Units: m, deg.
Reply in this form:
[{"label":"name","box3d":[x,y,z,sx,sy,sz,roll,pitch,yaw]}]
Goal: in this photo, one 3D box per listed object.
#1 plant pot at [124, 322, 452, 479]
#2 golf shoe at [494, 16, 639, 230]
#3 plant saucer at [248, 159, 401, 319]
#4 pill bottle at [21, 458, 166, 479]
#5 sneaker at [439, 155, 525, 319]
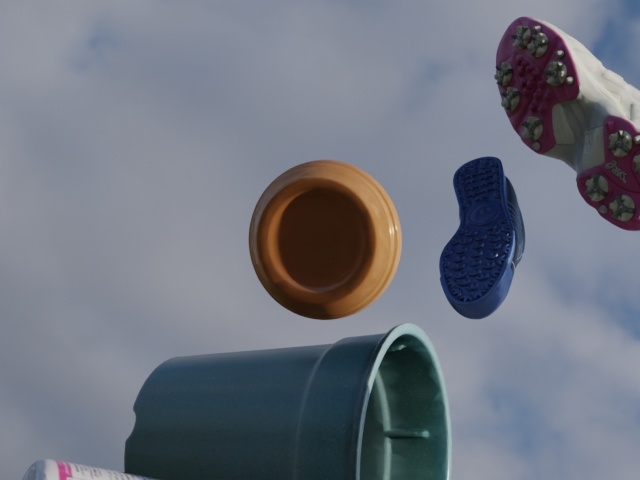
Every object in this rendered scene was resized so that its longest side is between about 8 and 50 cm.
[{"label":"plant pot","box3d":[-0.043,0.276,1.643,0.334,0.341,0.341,-2,-38,23]},{"label":"golf shoe","box3d":[0.295,-0.121,1.354,0.140,0.306,0.115,0,-46,-36]},{"label":"plant saucer","box3d":[0.000,0.000,1.602,0.200,0.200,0.037,10,5,19]},{"label":"pill bottle","box3d":[-0.168,0.323,1.318,0.283,0.160,0.160,15,-28,-20]},{"label":"sneaker","box3d":[0.176,0.012,1.344,0.081,0.232,0.090,-13,-54,22]}]
